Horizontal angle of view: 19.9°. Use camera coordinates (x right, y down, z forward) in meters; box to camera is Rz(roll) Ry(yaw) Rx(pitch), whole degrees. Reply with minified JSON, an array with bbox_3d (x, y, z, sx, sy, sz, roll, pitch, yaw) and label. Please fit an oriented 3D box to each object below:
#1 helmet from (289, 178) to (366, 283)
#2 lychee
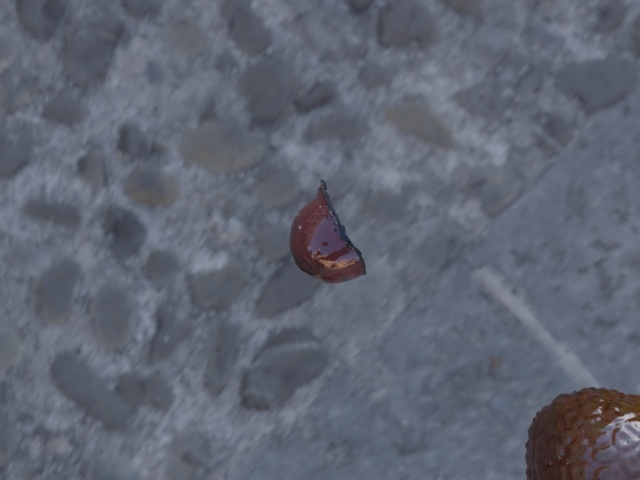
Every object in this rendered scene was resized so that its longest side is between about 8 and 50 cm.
[{"bbox_3d":[-0.002,-0.001,1.431,0.049,0.065,0.084,-26,76,-2],"label":"helmet"},{"bbox_3d":[0.165,0.147,0.998,0.114,0.101,0.140,-34,108,-19],"label":"lychee"}]
